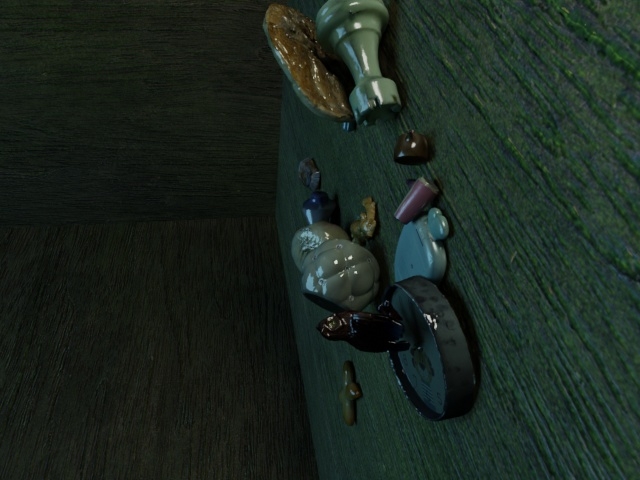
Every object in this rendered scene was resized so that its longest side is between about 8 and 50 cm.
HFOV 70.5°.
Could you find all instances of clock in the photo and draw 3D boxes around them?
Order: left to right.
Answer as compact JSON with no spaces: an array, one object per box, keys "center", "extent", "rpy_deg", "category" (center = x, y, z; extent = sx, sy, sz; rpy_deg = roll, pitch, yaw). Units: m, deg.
[{"center":[0.218,0.233,0.980],"extent":[0.312,0.061,0.312],"rpy_deg":[168,90,-76],"category":"clock"}]

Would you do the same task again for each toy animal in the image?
[{"center":[0.089,0.198,0.951],"extent":[0.218,0.179,0.116],"rpy_deg":[136,121,-72],"category":"toy animal"}]

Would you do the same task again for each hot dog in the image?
[{"center":[-0.052,-0.319,2.203],"extent":[0.252,0.069,0.131],"rpy_deg":[-120,38,-59],"category":"hot dog"}]

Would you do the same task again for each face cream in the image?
[{"center":[0.000,0.000,1.889],"extent":[0.235,0.137,0.420],"rpy_deg":[-70,-20,-66],"category":"face cream"}]

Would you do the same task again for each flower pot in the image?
[{"center":[0.062,0.111,1.373],"extent":[0.195,0.246,0.246],"rpy_deg":[-63,4,-16],"category":"flower pot"}]

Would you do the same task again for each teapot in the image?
[{"center":[0.205,-0.208,1.011],"extent":[0.121,0.076,0.068],"rpy_deg":[25,-111,-70],"category":"teapot"}]

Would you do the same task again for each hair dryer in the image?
[{"center":[0.212,-0.107,1.026],"extent":[0.106,0.054,0.154],"rpy_deg":[-52,10,26],"category":"hair dryer"}]

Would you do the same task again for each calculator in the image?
[{"center":[0.225,0.040,1.039],"extent":[0.295,0.042,0.184],"rpy_deg":[101,161,-51],"category":"calculator"}]

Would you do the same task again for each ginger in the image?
[{"center":[0.133,-0.043,1.426],"extent":[0.176,0.052,0.193],"rpy_deg":[-107,19,-66],"category":"ginger"}]

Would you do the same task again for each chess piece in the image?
[{"center":[0.110,-0.453,1.158],"extent":[0.194,0.195,0.299],"rpy_deg":[129,127,-73],"category":"chess piece"}]

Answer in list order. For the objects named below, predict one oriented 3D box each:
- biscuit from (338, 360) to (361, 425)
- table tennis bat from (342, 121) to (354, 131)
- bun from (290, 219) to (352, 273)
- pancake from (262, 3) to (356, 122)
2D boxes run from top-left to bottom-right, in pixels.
[{"center":[0.108,0.590,1.741],"extent":[0.164,0.047,0.208],"rpy_deg":[-111,22,-53],"category":"biscuit"},{"center":[0.104,-0.479,1.484],"extent":[0.153,0.040,0.244],"rpy_deg":[-115,29,-62],"category":"table tennis bat"},{"center":[0.020,0.048,1.679],"extent":[0.273,0.168,0.273],"rpy_deg":[23,127,33],"category":"bun"},{"center":[-0.009,-0.484,1.253],"extent":[0.082,0.387,0.387],"rpy_deg":[-34,53,35],"category":"pancake"}]
